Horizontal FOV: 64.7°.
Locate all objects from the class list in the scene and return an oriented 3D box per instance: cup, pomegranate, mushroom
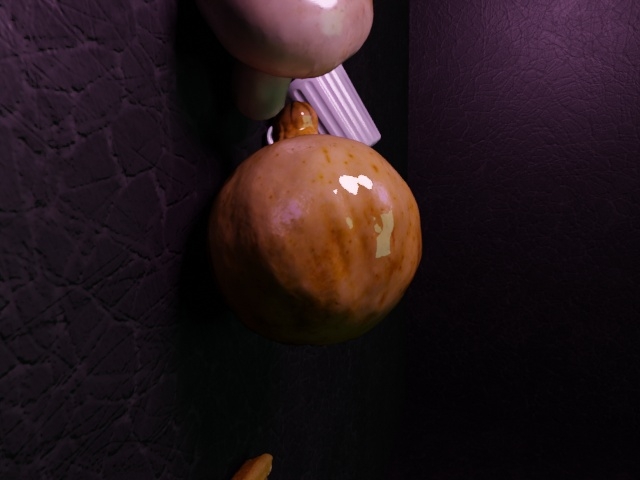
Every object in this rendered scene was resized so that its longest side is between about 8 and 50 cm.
[{"bbox_3d":[-0.002,-0.253,1.108,0.202,0.221,0.167,56,16,-6],"label":"cup"},{"bbox_3d":[-0.017,-0.029,0.858,0.410,0.409,0.411,3,90,-72],"label":"pomegranate"},{"bbox_3d":[-0.063,-0.349,0.836,0.290,0.292,0.293,111,-3,-53],"label":"mushroom"}]

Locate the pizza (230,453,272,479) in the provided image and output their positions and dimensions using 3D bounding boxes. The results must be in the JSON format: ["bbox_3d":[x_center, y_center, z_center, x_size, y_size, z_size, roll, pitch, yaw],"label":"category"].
[{"bbox_3d":[-0.166,0.566,0.943,0.268,0.087,0.258,15,76,-69],"label":"pizza"}]
